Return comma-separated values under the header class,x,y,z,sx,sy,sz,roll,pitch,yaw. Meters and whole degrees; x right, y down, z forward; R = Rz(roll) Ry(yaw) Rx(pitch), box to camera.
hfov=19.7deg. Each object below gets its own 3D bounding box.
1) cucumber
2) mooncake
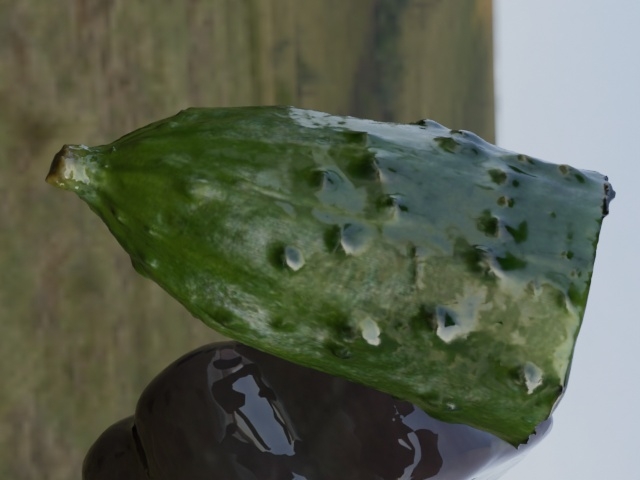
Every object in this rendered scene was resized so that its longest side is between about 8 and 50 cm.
class,x,y,z,sx,sy,sz,roll,pitch,yaw
cucumber,-0.001,0.001,0.816,0.134,0.244,0.134,-163,-90,-81
mooncake,-0.011,0.135,1.154,0.154,0.306,0.306,57,-15,13
